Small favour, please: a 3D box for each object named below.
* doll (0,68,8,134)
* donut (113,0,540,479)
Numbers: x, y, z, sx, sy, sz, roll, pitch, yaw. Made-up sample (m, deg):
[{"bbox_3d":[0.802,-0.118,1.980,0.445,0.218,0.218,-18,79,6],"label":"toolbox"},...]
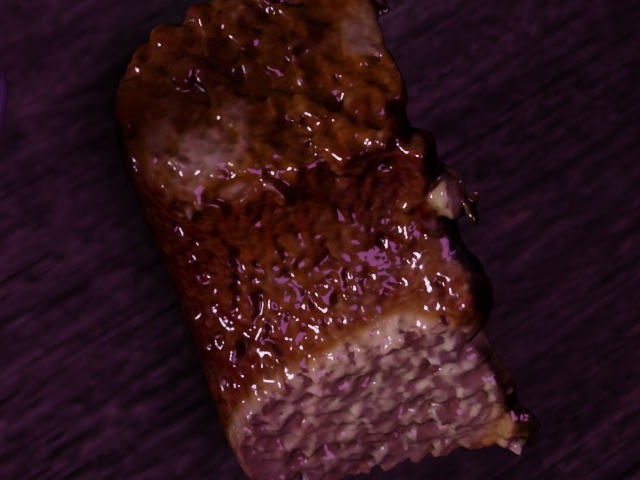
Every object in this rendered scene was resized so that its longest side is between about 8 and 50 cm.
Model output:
[{"bbox_3d":[-0.181,-0.045,0.603,0.115,0.050,0.190,33,83,-16],"label":"doll"},{"bbox_3d":[0.000,0.005,0.651,0.126,0.144,0.186,-22,137,-10],"label":"donut"}]
